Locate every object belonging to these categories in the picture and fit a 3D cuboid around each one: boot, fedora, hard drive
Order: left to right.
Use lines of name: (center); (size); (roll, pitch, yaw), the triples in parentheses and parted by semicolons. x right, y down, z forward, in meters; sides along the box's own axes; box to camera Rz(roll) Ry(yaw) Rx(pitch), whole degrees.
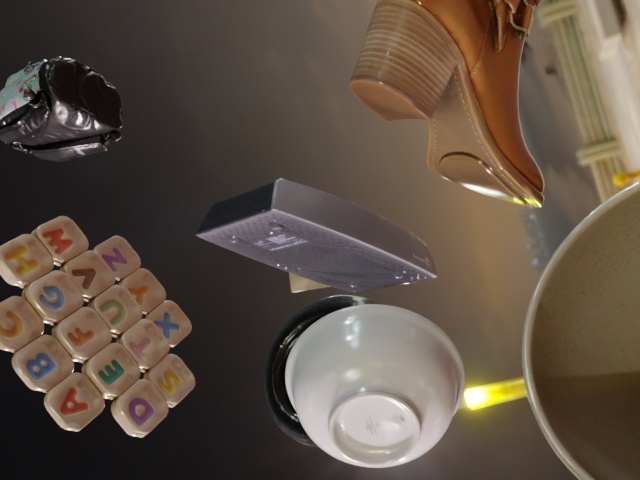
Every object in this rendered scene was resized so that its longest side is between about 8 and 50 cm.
hard drive: (0.000, 0.000, 1.011); (0.254, 0.172, 0.054); (22, -113, -35)
fedora: (0.051, 0.274, 1.722); (0.152, 0.334, 0.334); (28, -135, -48)
boot: (0.113, -0.118, 0.539); (0.197, 0.073, 0.152); (35, -103, -44)

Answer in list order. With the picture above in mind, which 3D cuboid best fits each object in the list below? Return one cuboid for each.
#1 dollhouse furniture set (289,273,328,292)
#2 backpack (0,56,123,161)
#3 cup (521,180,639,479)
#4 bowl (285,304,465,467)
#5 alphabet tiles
dollhouse furniture set: (0.027, 0.005, 1.431); (0.151, 0.123, 0.144); (1, -100, -68)
backpack: (-0.391, -0.191, 1.231); (0.152, 0.182, 0.115); (35, -128, -42)
cup: (0.375, 0.124, 0.737); (0.237, 0.331, 0.331); (44, -149, -44)
bowl: (0.086, 0.261, 1.345); (0.134, 0.297, 0.298); (-82, -29, -62)
alphabet tiles: (-0.273, 0.101, 1.047); (0.284, 0.021, 0.278); (53, -150, -2)
